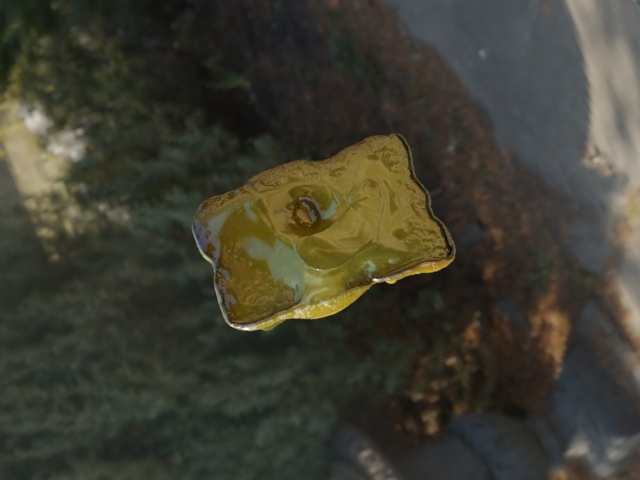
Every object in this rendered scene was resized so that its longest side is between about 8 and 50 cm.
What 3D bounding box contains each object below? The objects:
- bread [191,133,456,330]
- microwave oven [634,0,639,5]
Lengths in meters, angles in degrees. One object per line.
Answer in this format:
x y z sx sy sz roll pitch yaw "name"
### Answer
0.000 0.000 1.462 0.088 0.233 0.160 84 168 -55 "bread"
0.376 -0.221 1.052 0.237 0.295 0.181 -54 -31 -77 "microwave oven"
